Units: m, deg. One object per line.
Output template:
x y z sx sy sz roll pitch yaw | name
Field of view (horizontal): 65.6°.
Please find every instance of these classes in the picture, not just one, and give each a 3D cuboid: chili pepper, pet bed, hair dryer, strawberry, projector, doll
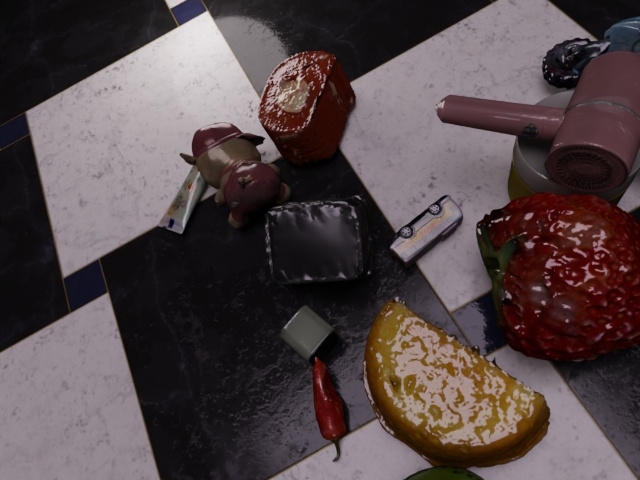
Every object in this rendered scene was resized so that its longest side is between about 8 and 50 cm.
0.016 0.311 0.928 0.050 0.059 0.191 -18 79 28 | chili pepper
0.000 0.000 1.046 0.210 0.159 0.183 -7 89 13 | pet bed
0.373 -0.230 0.874 0.352 0.125 0.210 19 70 29 | hair dryer
0.433 0.055 0.828 0.309 0.292 0.292 -12 61 24 | strawberry
-0.020 0.191 0.987 0.082 0.083 0.083 37 78 27 | projector
-0.196 -0.168 1.173 0.196 0.152 0.256 -17 61 -45 | doll

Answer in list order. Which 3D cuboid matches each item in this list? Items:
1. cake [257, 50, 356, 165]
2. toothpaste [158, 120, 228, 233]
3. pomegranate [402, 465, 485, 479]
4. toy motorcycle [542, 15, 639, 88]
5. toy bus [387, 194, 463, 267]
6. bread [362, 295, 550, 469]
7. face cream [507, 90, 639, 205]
-0.037 -0.325 1.213 0.176 0.151 0.283 6 66 30 | cake
-0.307 -0.164 1.258 0.056 0.058 0.314 30 74 -20 | toothpaste
0.196 0.478 0.719 0.222 0.204 0.277 -44 58 13 | pomegranate
0.654 -0.319 1.009 0.232 0.172 0.416 -31 52 6 | toy motorcycle
0.222 -0.019 1.044 0.172 0.057 0.072 -39 67 -5 | toy bus
0.193 0.263 0.831 0.340 0.194 0.179 34 71 23 | bread
0.485 -0.147 0.965 0.218 0.179 0.218 -6 63 12 | face cream
